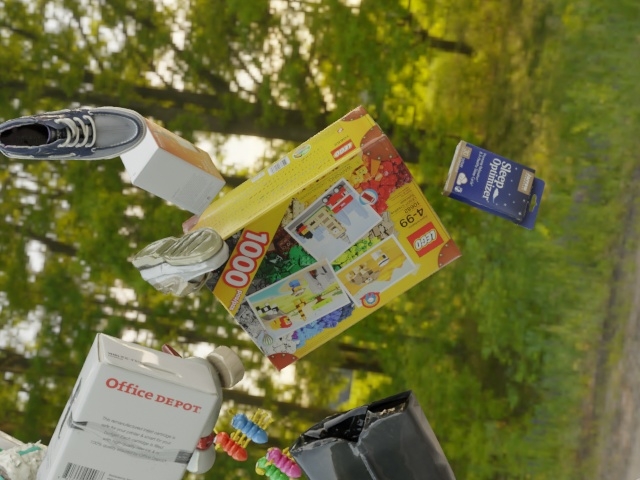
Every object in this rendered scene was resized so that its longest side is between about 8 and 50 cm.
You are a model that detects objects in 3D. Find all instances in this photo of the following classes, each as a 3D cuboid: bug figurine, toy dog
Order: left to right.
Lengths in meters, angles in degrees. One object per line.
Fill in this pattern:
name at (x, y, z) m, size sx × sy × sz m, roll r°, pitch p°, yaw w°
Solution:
toy dog at (-0.275, 0.332, 1.935) m, size 0.220 × 0.161 × 0.333 m, roll -11°, pitch -47°, yaw -50°
bug figurine at (-0.139, 0.467, 2.130) m, size 0.072 × 0.216 × 0.279 m, roll -55°, pitch 0°, yaw -29°

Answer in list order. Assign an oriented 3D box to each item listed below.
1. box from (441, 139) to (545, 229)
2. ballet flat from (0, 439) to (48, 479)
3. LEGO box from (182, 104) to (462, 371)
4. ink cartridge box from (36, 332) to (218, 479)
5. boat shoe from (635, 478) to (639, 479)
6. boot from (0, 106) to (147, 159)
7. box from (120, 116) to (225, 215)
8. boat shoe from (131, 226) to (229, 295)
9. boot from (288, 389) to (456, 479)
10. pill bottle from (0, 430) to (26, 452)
box at (0.401, -0.125, 2.167) m, size 0.036 × 0.225 × 0.136 m, roll 123°, pitch 167°, yaw -68°
ballet flat at (-0.555, 0.527, 1.765) m, size 0.147 × 0.147 × 0.409 m, roll -79°, pitch 8°, yaw -56°
LEGO box at (0.000, 0.000, 2.152) m, size 0.372 × 0.500 × 0.193 m, roll 53°, pitch -174°, yaw -30°
ink cartridge box at (-0.305, 0.306, 1.497) m, size 0.273 × 0.197 × 0.114 m, roll -64°, pitch 22°, yaw 13°
boat shoe at (0.550, 0.522, 1.678) m, size 0.080 × 0.076 × 0.228 m, roll 33°, pitch 137°, yaw 41°
boot at (-0.312, -0.131, 1.200) m, size 0.086 × 0.190 × 0.069 m, roll -159°, pitch 60°, yaw -75°
box at (-0.293, -0.145, 1.877) m, size 0.091 × 0.170 × 0.130 m, roll -50°, pitch 41°, yaw 15°
boat shoe at (-0.266, 0.049, 1.924) m, size 0.113 × 0.302 × 0.103 m, roll -43°, pitch -69°, yaw -29°
boot at (0.072, 0.493, 1.489) m, size 0.445 × 0.367 × 0.146 m, roll 62°, pitch -179°, yaw -17°
pill bottle at (-0.840, 0.623, 2.248) m, size 0.361 × 0.204 × 0.204 m, roll -62°, pitch -9°, yaw -15°
